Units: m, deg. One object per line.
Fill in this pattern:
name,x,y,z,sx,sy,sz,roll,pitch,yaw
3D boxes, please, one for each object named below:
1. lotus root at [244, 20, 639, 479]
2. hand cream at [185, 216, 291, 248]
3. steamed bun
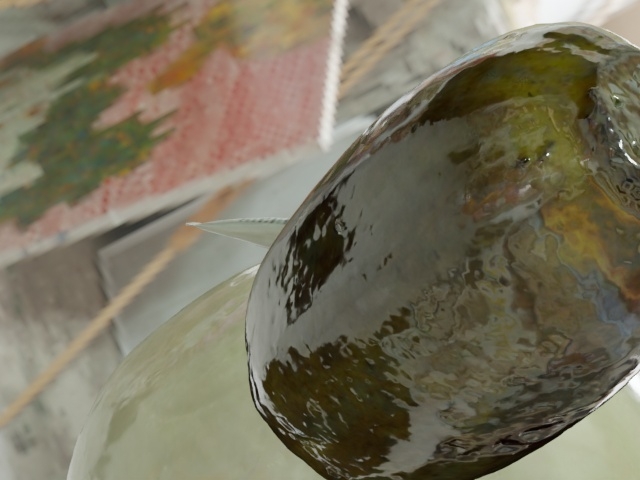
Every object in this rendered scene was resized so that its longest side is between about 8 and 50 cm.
lotus root,0.049,0.011,0.625,0.123,0.241,0.124,23,55,-9
hand cream,0.000,0.000,1.538,0.080,0.234,0.050,11,86,-62
steamed bun,0.019,0.169,0.899,0.312,0.334,0.233,40,14,-9
